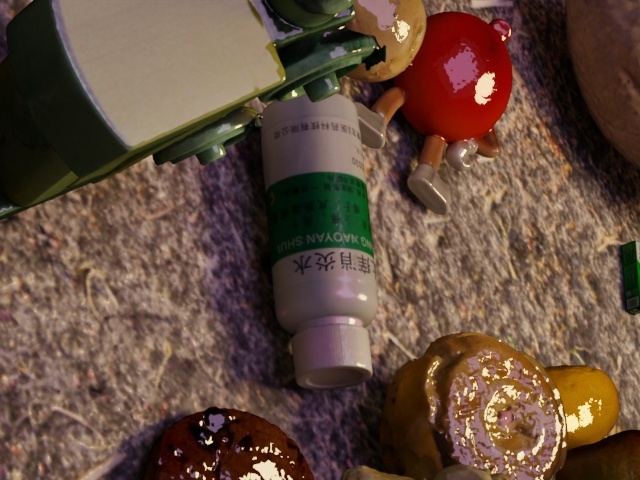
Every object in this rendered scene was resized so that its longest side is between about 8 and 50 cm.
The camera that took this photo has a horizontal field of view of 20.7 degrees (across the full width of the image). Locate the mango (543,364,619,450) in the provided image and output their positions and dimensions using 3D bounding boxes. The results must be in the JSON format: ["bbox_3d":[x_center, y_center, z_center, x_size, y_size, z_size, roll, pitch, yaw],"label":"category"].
[{"bbox_3d":[0.227,0.170,1.723,0.190,0.075,0.098,-8,59,-42],"label":"mango"}]

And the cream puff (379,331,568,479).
[{"bbox_3d":[0.136,0.178,1.582,0.189,0.129,0.189,8,72,-26],"label":"cream puff"}]

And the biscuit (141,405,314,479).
[{"bbox_3d":[-0.066,0.223,1.413,0.192,0.049,0.192,29,47,-36],"label":"biscuit"}]

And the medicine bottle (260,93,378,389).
[{"bbox_3d":[0.000,0.000,1.557,0.095,0.095,0.260,13,63,-42],"label":"medicine bottle"}]

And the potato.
[{"bbox_3d":[0.024,-0.230,1.678,0.178,0.109,0.118,46,37,-1],"label":"potato"}]

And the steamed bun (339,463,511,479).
[{"bbox_3d":[0.084,0.242,1.442,0.192,0.177,0.106,69,9,-53],"label":"steamed bun"}]

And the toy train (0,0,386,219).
[{"bbox_3d":[-0.132,-0.124,1.290,0.253,0.397,0.160,-27,93,-29],"label":"toy train"}]

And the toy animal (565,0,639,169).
[{"bbox_3d":[0.395,-0.190,1.990,0.358,0.188,0.226,55,31,-10],"label":"toy animal"}]

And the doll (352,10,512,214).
[{"bbox_3d":[0.116,-0.153,1.765,0.183,0.085,0.217,42,63,-19],"label":"doll"}]

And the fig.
[{"bbox_3d":[0.268,0.270,1.592,0.274,0.170,0.146,-80,151,-73],"label":"fig"}]

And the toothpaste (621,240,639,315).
[{"bbox_3d":[0.351,0.041,1.955,0.017,0.020,0.083,25,55,-39],"label":"toothpaste"}]
